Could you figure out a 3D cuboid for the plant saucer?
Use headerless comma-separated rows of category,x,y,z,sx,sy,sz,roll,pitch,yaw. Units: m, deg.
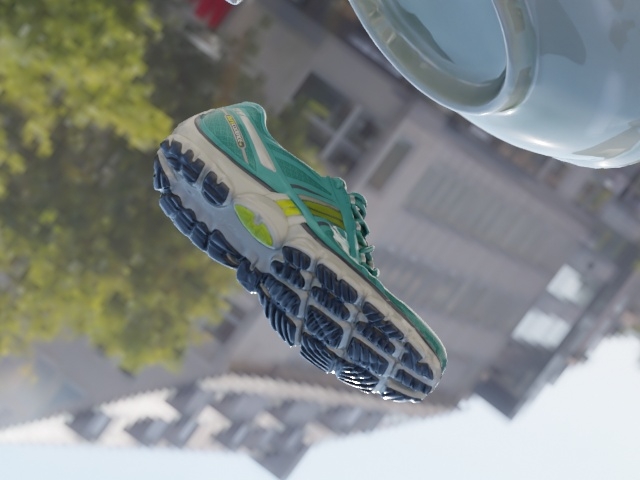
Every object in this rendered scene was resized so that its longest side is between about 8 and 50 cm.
plant saucer,0.107,-0.207,1.421,0.400,0.100,0.400,45,157,25

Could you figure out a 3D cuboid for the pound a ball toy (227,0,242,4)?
pound a ball toy,-0.173,-0.274,1.274,0.319,0.136,0.208,32,-137,4

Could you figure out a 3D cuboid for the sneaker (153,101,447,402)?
sneaker,0.000,0.000,1.389,0.275,0.110,0.107,47,145,13
